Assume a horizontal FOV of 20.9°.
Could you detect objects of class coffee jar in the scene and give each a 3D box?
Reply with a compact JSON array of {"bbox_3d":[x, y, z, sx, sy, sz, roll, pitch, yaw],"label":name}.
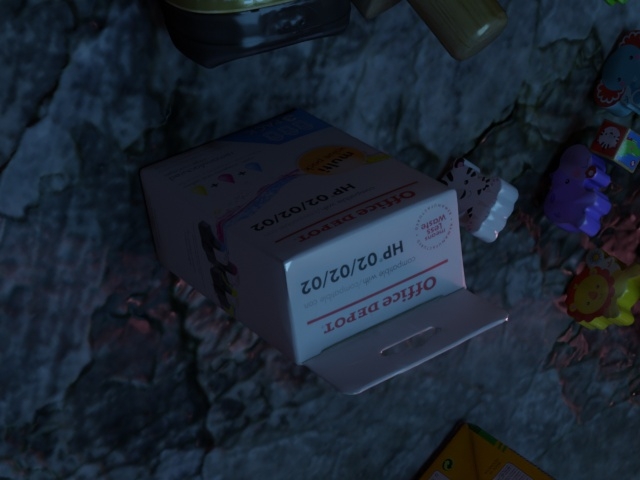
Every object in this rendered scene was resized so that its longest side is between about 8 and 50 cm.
[{"bbox_3d":[-0.037,-0.178,0.837,0.096,0.079,0.184,-18,120,-22],"label":"coffee jar"}]

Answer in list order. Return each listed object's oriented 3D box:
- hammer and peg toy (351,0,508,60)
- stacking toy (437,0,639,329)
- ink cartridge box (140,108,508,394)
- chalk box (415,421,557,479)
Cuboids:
[{"bbox_3d":[0.150,-0.243,0.789,0.266,0.127,0.361,-35,172,-20],"label":"hammer and peg toy"},{"bbox_3d":[0.176,-0.067,1.067,0.167,0.052,0.221,29,90,-42],"label":"stacking toy"},{"bbox_3d":[0.000,0.000,0.878,0.104,0.181,0.062,-24,123,-26],"label":"ink cartridge box"},{"bbox_3d":[0.140,0.244,1.123,0.132,0.132,0.213,-49,130,-7],"label":"chalk box"}]
